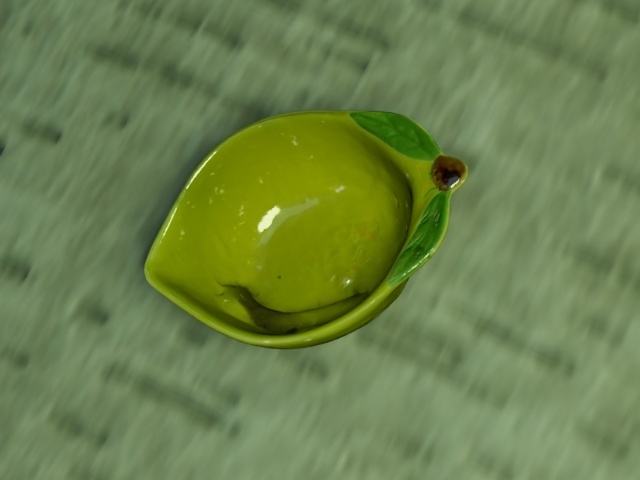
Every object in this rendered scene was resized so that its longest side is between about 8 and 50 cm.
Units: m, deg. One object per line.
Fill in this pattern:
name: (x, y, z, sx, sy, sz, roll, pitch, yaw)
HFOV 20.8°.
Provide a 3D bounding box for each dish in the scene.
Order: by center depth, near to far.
dish: (0.000, 0.000, 1.062, 0.207, 0.080, 0.149, -15, 66, 15)
